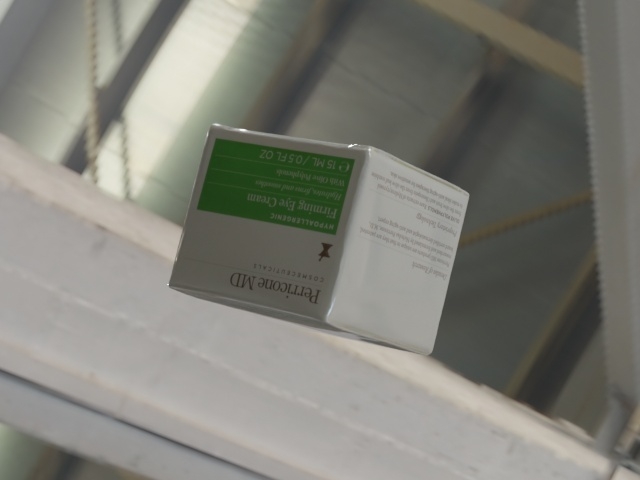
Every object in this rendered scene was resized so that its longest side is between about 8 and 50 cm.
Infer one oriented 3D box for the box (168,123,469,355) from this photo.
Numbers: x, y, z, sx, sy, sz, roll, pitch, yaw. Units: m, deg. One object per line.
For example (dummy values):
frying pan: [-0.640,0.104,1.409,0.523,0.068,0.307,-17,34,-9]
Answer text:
box: [0.000,0.000,0.888,0.101,0.102,0.087,11,-95,35]
